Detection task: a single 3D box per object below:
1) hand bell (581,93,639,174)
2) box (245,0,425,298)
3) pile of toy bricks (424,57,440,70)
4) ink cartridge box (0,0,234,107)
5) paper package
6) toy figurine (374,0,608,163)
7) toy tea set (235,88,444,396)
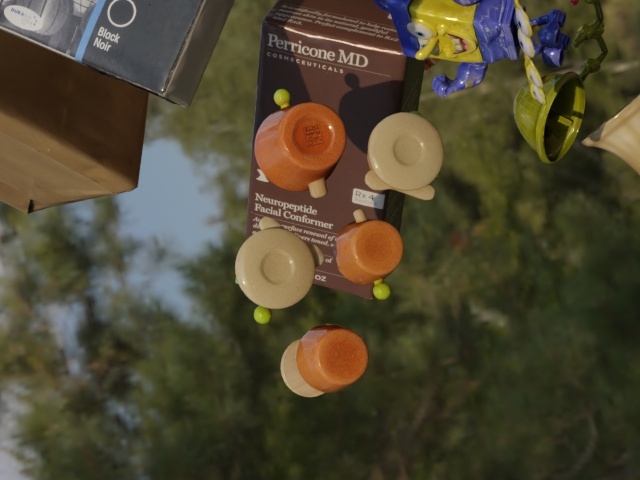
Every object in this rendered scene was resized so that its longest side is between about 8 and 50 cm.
[{"bbox_3d":[0.448,-0.070,1.869,0.242,0.126,0.126,50,-172,3],"label":"hand bell"},{"bbox_3d":[0.019,-0.125,1.968,0.143,0.191,0.381,-60,-19,-54],"label":"box"},{"bbox_3d":[0.207,-0.365,2.395,0.118,0.212,0.105,45,168,-12],"label":"pile of toy bricks"},{"bbox_3d":[-0.117,-0.287,1.182,0.332,0.165,0.065,-67,-16,1],"label":"ink cartridge box"},{"bbox_3d":[-0.308,-0.224,1.492,0.309,0.168,0.324,32,-124,-56],"label":"paper package"},{"bbox_3d":[0.166,-0.242,1.607,0.362,0.217,0.191,59,-131,-62],"label":"toy figurine"},{"bbox_3d":[0.000,0.000,1.659,0.124,0.200,0.336,156,132,-74],"label":"toy tea set"}]
